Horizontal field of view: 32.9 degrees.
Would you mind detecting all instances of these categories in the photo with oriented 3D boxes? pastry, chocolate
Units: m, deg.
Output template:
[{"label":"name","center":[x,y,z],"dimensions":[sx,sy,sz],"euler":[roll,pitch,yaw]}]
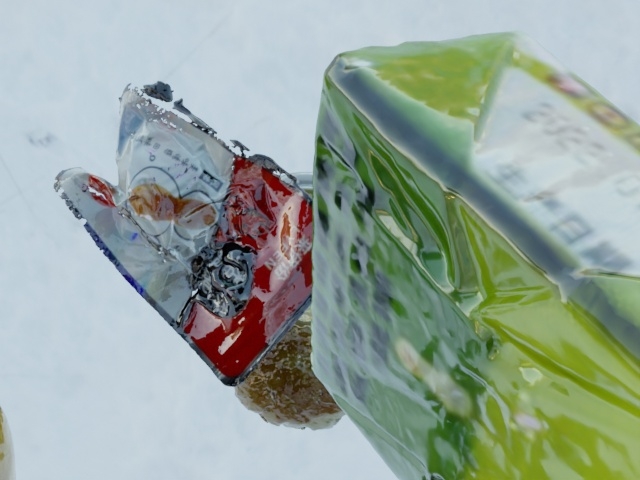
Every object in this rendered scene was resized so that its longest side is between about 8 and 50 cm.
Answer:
[{"label":"pastry","center":[-0.019,0.122,1.084],"dimensions":[0.153,0.081,0.153],"euler":[-1,121,-2]},{"label":"chocolate","center":[0.126,0.067,0.606],"dimensions":[0.137,0.301,0.289],"euler":[-28,57,-22]}]

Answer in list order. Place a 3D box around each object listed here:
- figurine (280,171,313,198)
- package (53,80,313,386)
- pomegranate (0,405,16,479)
[{"label":"figurine","center":[0.014,0.028,1.388],"dimensions":[0.205,0.382,0.225],"euler":[-27,104,-14]},{"label":"package","center":[-0.119,-0.016,1.021],"dimensions":[0.269,0.071,0.194],"euler":[39,110,0]},{"label":"pomegranate","center":[-0.343,0.181,0.825],"dimensions":[0.248,0.248,0.248],"euler":[1,77,-6]}]
